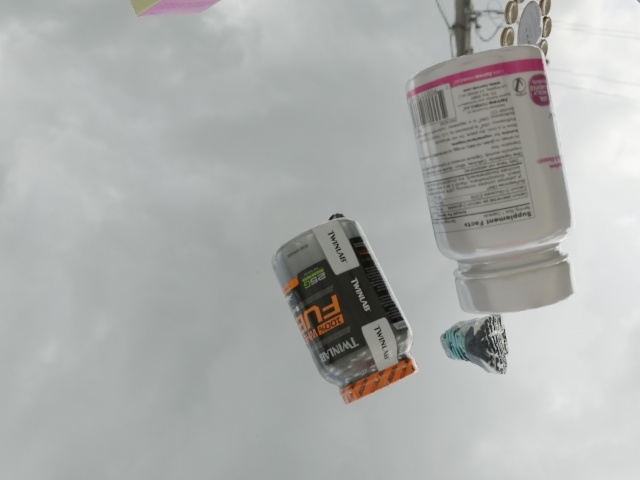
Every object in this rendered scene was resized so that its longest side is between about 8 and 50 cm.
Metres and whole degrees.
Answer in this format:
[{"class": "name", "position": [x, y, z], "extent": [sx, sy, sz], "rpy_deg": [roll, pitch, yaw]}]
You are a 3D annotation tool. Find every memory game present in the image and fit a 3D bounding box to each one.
[{"class": "memory game", "position": [0.340, -0.343, 1.070], "extent": [0.012, 0.186, 0.186], "rpy_deg": [15, -123, 38]}]

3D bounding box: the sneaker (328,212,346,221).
[{"class": "sneaker", "position": [0.000, 0.000, 1.637], "extent": [0.118, 0.083, 0.222], "rpy_deg": [21, -133, -13]}]

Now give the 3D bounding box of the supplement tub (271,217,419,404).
[{"class": "supplement tub", "position": [0.030, 0.080, 0.739], "extent": [0.117, 0.117, 0.190], "rpy_deg": [-24, -104, -7]}]

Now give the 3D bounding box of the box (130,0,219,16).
[{"class": "box", "position": [-0.130, -0.400, 0.717], "extent": [0.243, 0.213, 0.117], "rpy_deg": [-15, -170, 37]}]

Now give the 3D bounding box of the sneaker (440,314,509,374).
[{"class": "sneaker", "position": [0.290, 0.204, 1.247], "extent": [0.122, 0.283, 0.110], "rpy_deg": [-13, -99, 18]}]

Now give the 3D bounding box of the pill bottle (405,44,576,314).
[{"class": "pill bottle", "position": [0.203, -0.067, 0.759], "extent": [0.160, 0.160, 0.283], "rpy_deg": [-12, -86, 2]}]

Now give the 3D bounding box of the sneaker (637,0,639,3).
[{"class": "sneaker", "position": [0.467, -0.300, 0.841], "extent": [0.063, 0.073, 0.162], "rpy_deg": [-20, -161, 13]}]
